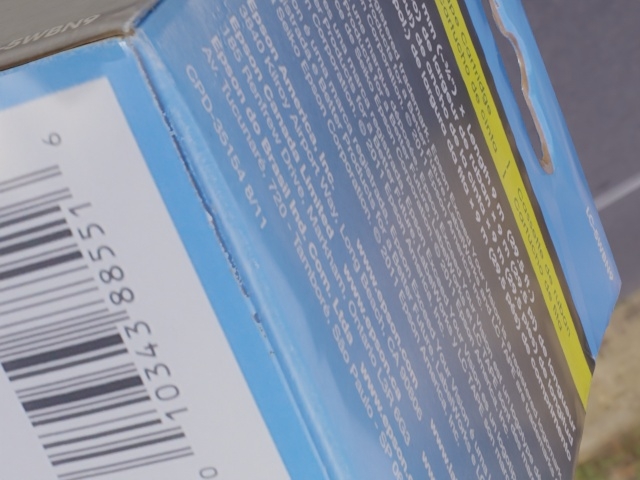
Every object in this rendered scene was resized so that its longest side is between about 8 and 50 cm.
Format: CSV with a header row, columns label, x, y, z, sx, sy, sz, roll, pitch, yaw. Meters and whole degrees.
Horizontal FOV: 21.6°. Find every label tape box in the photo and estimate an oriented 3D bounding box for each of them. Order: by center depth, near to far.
label,x,y,z,sx,sy,sz,roll,pitch,yaw
label tape box,0.000,0.000,0.550,0.106,0.241,0.334,-15,-160,21
